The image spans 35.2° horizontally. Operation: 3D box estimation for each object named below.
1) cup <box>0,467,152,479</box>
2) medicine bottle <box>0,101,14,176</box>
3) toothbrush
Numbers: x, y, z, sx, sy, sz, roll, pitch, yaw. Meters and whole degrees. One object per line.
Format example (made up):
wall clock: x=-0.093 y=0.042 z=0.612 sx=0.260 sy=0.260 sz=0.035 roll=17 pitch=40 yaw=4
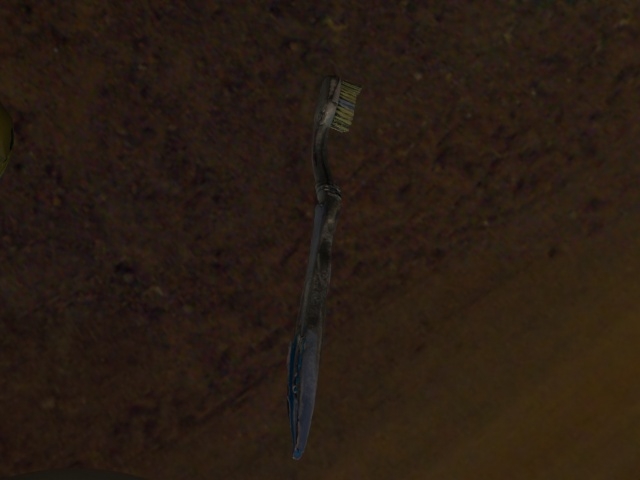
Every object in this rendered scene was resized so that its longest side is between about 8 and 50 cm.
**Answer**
cup: x=-0.114 y=0.220 z=0.314 sx=0.205 sy=0.205 sz=0.312 roll=-58 pitch=-176 yaw=23
medicine bottle: x=-0.334 y=-0.043 z=0.809 sx=0.124 sy=0.124 sz=0.239 roll=-4 pitch=154 yaw=-43
toothbrush: x=0.000 y=0.000 z=0.874 sx=0.042 sy=0.413 sz=0.035 roll=17 pitch=141 yaw=-12
